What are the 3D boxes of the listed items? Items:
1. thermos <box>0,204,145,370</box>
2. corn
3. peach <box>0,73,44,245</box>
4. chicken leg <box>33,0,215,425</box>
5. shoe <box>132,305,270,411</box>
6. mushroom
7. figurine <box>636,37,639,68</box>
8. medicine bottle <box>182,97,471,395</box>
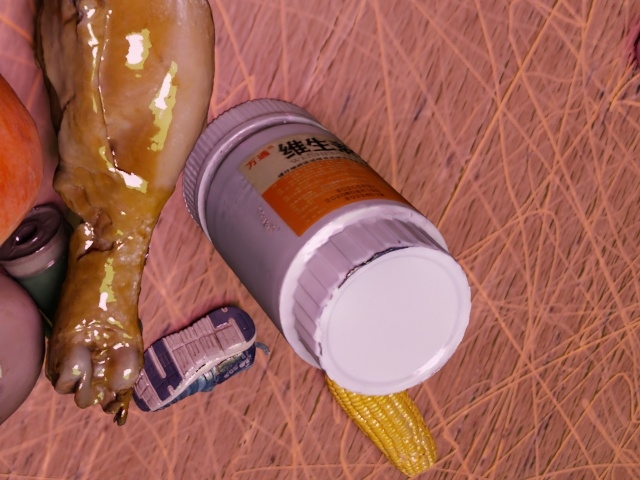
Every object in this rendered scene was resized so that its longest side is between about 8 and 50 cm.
[{"bbox_3d":[-0.226,0.061,1.324,0.083,0.073,0.187,-37,126,-8],"label":"thermos"},{"bbox_3d":[0.066,0.182,1.533,0.067,0.067,0.206,-38,126,-4],"label":"corn"},{"bbox_3d":[-0.344,-0.067,1.132,0.235,0.214,0.214,42,93,-2],"label":"peach"},{"bbox_3d":[-0.176,-0.051,1.198,0.153,0.201,0.429,7,97,-6],"label":"chicken leg"},{"bbox_3d":[-0.122,0.125,1.421,0.143,0.064,0.071,-33,143,-1],"label":"shoe"},{"bbox_3d":[-0.311,0.101,1.275,0.117,0.141,0.188,-14,151,-49],"label":"mushroom"},{"bbox_3d":[0.363,-0.193,1.483,0.067,0.071,0.083,-10,120,27],"label":"figurine"},{"bbox_3d":[0.000,0.000,1.253,0.158,0.318,0.158,-11,119,-20],"label":"medicine bottle"}]
